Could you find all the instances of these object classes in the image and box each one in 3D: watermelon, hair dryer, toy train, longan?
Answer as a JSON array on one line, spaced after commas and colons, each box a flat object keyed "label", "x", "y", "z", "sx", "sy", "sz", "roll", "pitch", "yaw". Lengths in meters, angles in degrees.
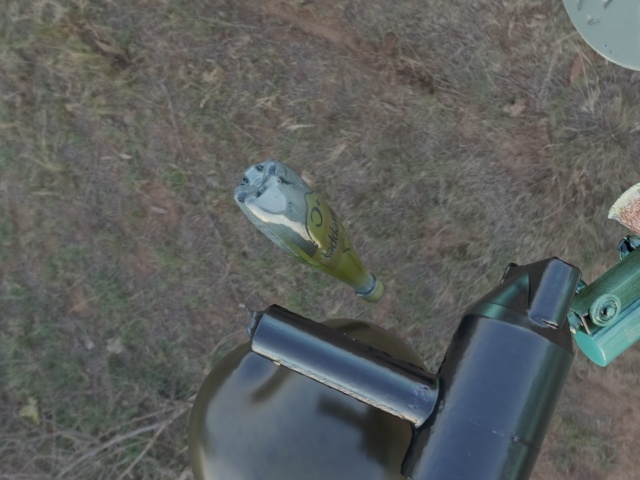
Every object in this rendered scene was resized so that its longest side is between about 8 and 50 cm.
[{"label": "watermelon", "x": 0.515, "y": -0.036, "z": 0.980, "sx": 0.121, "sy": 0.098, "sz": 0.158, "roll": 1, "pitch": 65, "yaw": 3}, {"label": "hair dryer", "x": 0.086, "y": 0.095, "z": 0.633, "sx": 0.303, "sy": 0.116, "sz": 0.244, "roll": 23, "pitch": 78, "yaw": 6}, {"label": "toy train", "x": 0.514, "y": 0.100, "z": 1.078, "sx": 0.248, "sy": 0.101, "sz": 0.159, "roll": -34, "pitch": 111, "yaw": -8}, {"label": "longan", "x": -0.003, "y": 0.267, "z": 0.873, "sx": 0.361, "sy": 0.361, "sz": 0.360, "roll": 4, "pitch": 100, "yaw": 24}]

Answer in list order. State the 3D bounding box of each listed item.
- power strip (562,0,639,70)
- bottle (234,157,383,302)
[{"label": "power strip", "x": 0.468, "y": -0.384, "z": 0.818, "sx": 0.162, "sy": 0.357, "sz": 0.357, "roll": -18, "pitch": 90, "yaw": -19}, {"label": "bottle", "x": 0.000, "y": 0.000, "z": 0.840, "sx": 0.083, "sy": 0.270, "sz": 0.083, "roll": -25, "pitch": 43, "yaw": 26}]
